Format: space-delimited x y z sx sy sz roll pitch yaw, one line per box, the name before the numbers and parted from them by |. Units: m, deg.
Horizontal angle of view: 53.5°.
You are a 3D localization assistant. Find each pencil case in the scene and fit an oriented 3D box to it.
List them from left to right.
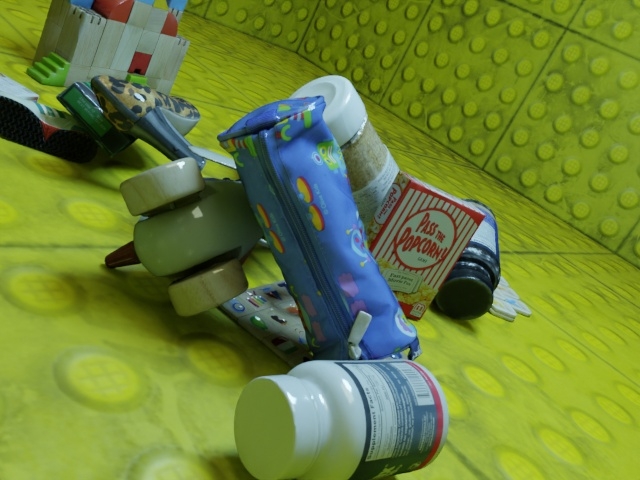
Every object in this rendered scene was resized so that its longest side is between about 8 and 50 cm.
pencil case | 0.000 0.000 0.673 0.133 0.119 0.306 -73 141 -78

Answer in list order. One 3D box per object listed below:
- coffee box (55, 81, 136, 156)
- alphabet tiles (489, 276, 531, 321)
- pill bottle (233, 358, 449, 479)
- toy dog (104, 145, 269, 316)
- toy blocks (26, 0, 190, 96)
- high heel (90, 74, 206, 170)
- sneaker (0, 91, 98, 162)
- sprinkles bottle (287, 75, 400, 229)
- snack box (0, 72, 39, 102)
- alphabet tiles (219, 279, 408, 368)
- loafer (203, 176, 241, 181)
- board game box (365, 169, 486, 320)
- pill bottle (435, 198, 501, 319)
coffee box | -0.330 -0.190 0.973 0.113 0.040 0.184 49 3 -14
alphabet tiles | 0.289 0.064 1.285 0.278 0.021 0.284 21 21 -17
pill bottle | 0.019 0.159 0.561 0.180 0.108 0.108 9 27 -42
toy dog | -0.125 -0.020 0.763 0.161 0.220 0.334 -13 -9 29
toy blocks | -0.394 -0.435 1.281 0.191 0.261 0.381 35 21 20
high heel | -0.268 -0.210 0.943 0.186 0.093 0.261 42 6 -38
sneaker | -0.400 -0.167 0.913 0.161 0.057 0.075 23 18 -25
sprinkles bottle | 0.070 -0.084 0.986 0.355 0.121 0.121 52 0 -40
snack box | -0.544 -0.264 1.012 0.178 0.022 0.064 30 20 7
alphabet tiles | 0.006 0.113 0.811 0.198 0.009 0.237 35 20 22
loafer | -0.105 -0.062 0.970 0.303 0.095 0.109 11 25 -40
board game box | 0.132 0.012 0.938 0.147 0.193 0.045 20 18 -28
pill bottle | 0.252 0.032 1.116 0.123 0.122 0.219 25 38 -7
